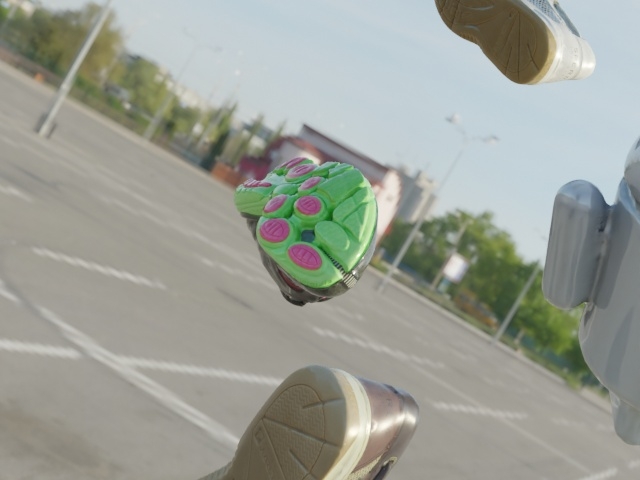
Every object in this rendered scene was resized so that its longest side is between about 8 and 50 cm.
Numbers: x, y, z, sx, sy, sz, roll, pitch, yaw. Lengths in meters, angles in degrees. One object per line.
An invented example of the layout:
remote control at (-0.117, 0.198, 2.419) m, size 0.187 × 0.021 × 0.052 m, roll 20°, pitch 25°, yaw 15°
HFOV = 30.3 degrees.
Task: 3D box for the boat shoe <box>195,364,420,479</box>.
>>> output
boat shoe at (-0.031, 0.192, 0.820) m, size 0.092 × 0.285 × 0.103 m, roll 12°, pitch 39°, yaw -33°

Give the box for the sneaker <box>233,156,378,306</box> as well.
sneaker at (0.000, 0.000, 1.753) m, size 0.202 × 0.185 × 0.483 m, roll 63°, pitch -3°, yaw -15°

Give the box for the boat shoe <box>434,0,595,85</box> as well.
boat shoe at (0.211, -0.253, 1.311) m, size 0.096 × 0.098 × 0.277 m, roll 6°, pitch 38°, yaw -29°

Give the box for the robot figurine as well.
robot figurine at (0.344, 0.023, 1.026) m, size 0.300 × 0.353 × 0.199 m, roll 8°, pitch 33°, yaw -1°
